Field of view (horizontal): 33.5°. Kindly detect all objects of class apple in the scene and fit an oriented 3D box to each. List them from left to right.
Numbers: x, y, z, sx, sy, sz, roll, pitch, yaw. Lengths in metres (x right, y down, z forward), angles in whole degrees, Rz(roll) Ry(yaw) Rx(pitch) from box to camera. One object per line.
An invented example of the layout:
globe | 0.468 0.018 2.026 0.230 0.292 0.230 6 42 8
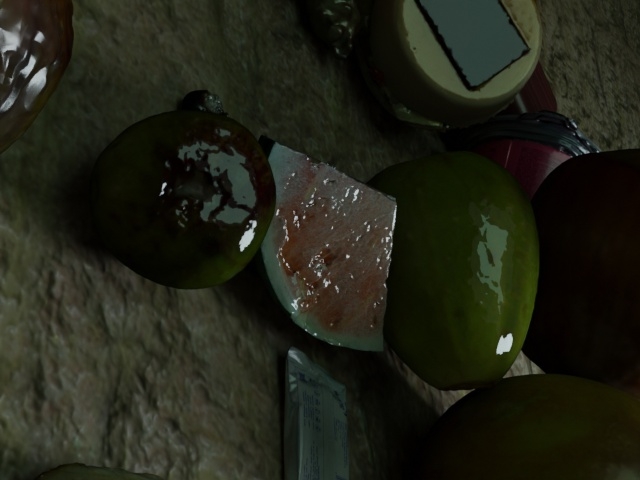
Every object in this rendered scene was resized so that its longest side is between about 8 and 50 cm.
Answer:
apple | 0.308 0.341 1.348 0.384 0.374 0.374 19 56 -52

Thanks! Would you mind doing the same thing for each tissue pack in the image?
tissue pack | -0.002 0.230 1.235 0.122 0.026 0.193 33 46 -45

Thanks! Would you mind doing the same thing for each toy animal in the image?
toy animal | -0.013 -0.414 1.568 0.157 0.097 0.312 25 48 -65

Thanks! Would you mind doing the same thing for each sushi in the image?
sushi | -0.138 -0.141 1.235 0.046 0.044 0.083 35 42 -44

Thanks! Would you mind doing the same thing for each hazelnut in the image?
hazelnut | 0.424 0.043 1.475 0.366 0.366 0.365 35 45 -43

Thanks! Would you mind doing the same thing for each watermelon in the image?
watermelon | 0.000 0.000 1.254 0.256 0.176 0.260 -31 132 -66

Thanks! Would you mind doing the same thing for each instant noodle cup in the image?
instant noodle cup | 0.324 -0.059 1.736 0.302 0.258 0.181 77 28 -61

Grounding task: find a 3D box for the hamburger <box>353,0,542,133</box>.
hamburger | 0.196 -0.315 1.650 0.302 0.170 0.302 3 82 -18

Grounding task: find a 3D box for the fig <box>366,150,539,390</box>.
fig | 0.167 0.041 1.375 0.258 0.258 0.326 26 42 -49

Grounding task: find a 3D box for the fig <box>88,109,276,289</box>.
fig | -0.135 -0.047 1.074 0.181 0.181 0.191 63 8 -8

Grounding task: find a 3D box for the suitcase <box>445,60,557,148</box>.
suitcase | 0.279 -0.303 1.866 0.236 0.161 0.297 -35 102 -59

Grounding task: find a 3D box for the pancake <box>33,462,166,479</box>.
pancake | -0.148 0.369 0.871 0.387 0.082 0.387 29 51 -43

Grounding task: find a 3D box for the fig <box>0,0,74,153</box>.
fig | -0.341 -0.093 0.774 0.286 0.286 0.368 11 93 -55
